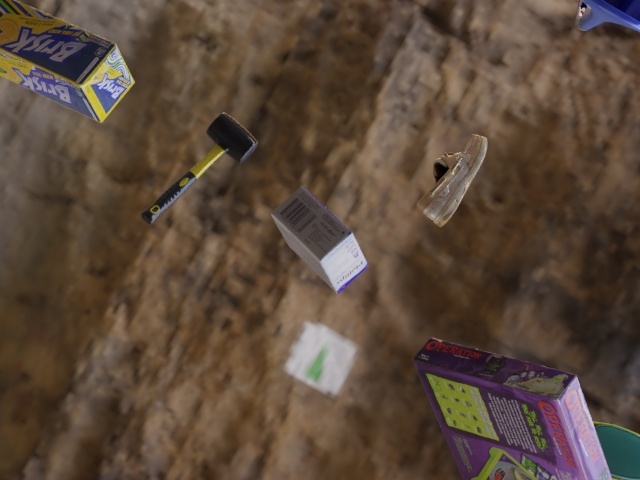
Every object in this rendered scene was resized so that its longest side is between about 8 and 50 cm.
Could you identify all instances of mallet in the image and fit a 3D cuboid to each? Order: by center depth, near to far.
[{"bbox_3d":[-0.144,-0.077,1.740,0.190,0.062,0.039,-56,-179,-34],"label":"mallet"}]

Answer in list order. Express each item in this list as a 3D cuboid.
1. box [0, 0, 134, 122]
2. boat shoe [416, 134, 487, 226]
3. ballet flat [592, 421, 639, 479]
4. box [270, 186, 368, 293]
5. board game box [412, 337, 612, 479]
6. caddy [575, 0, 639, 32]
[{"bbox_3d":[-0.254,-0.170,1.306,0.054,0.169,0.059,-55,152,-20],"label":"box"},{"bbox_3d":[0.188,-0.098,2.065,0.170,0.059,0.063,-60,-175,-35],"label":"boat shoe"},{"bbox_3d":[0.355,0.285,1.964,0.077,0.231,0.077,109,-4,-66],"label":"ballet flat"},{"bbox_3d":[0.000,0.000,2.310,0.072,0.126,0.137,-42,153,-8],"label":"box"},{"bbox_3d":[0.250,0.272,1.708,0.056,0.208,0.347,-44,129,-27],"label":"board game box"},{"bbox_3d":[0.397,-0.365,1.949,0.179,0.241,0.341,-60,-178,17],"label":"caddy"}]
